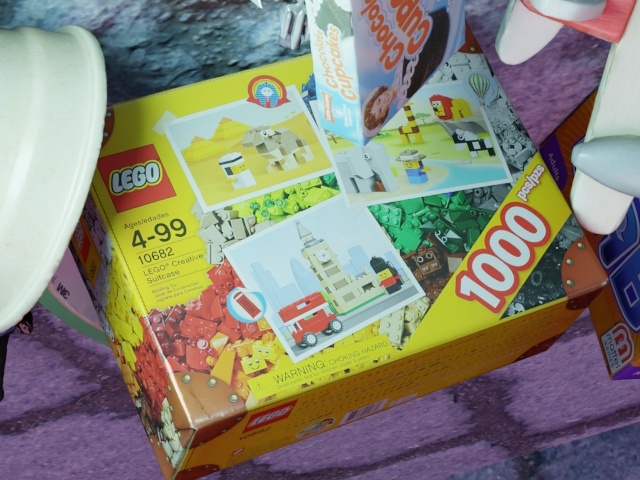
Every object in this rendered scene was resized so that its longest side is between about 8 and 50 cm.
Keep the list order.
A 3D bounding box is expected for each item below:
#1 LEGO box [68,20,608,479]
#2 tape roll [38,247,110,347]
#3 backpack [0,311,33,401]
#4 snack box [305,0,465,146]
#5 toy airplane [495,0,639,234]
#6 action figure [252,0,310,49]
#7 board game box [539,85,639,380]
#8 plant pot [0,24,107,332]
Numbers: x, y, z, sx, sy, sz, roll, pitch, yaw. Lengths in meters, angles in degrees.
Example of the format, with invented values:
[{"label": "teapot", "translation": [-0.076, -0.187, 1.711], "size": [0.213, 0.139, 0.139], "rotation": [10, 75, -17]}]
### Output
[{"label": "LEGO box", "translation": [0.000, 0.000, 1.672], "size": [0.500, 0.372, 0.193], "rotation": [-18, 159, -23]}, {"label": "tape roll", "translation": [-0.236, 0.044, 1.936], "size": [0.321, 0.077, 0.321], "rotation": [16, 147, 11]}, {"label": "backpack", "translation": [-0.505, 0.126, 1.667], "size": [0.276, 0.263, 0.213], "rotation": [-9, 123, -60]}, {"label": "snack box", "translation": [0.062, -0.264, 1.414], "size": [0.187, 0.060, 0.322], "rotation": [-47, 149, -30]}, {"label": "toy airplane", "translation": [0.383, -0.226, 1.583], "size": [0.384, 0.272, 0.386], "rotation": [-35, 131, -3]}, {"label": "action figure", "translation": [-0.034, -0.257, 1.486], "size": [0.285, 0.185, 0.099], "rotation": [3, 137, -45]}, {"label": "board game box", "translation": [0.563, -0.053, 1.965], "size": [0.356, 0.356, 0.356], "rotation": [0, 152, -26]}, {"label": "plant pot", "translation": [-0.422, -0.105, 1.488], "size": [0.305, 0.333, 0.334], "rotation": [19, 142, -30]}]
